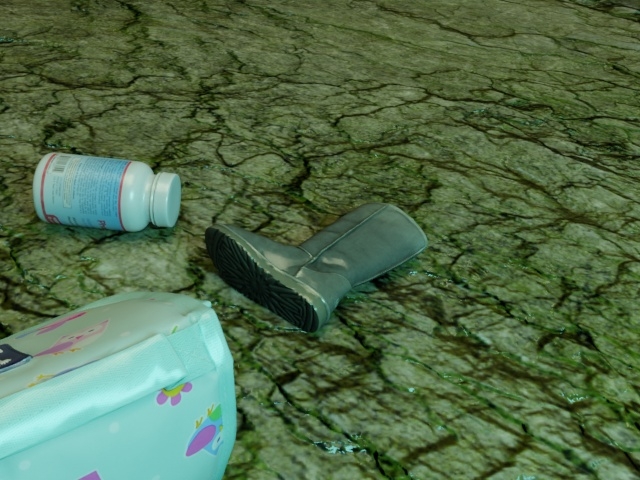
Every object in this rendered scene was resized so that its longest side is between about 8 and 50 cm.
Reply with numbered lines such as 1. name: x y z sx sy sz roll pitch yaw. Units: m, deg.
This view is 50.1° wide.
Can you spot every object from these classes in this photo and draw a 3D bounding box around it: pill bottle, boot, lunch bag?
1. pill bottle: -0.257 -0.057 0.835 0.160 0.087 0.087 6 34 2
2. boot: -0.001 0.001 0.794 0.189 0.076 0.208 36 50 17
3. lunch bag: -0.174 0.137 0.382 0.223 0.262 0.160 -20 65 -34
